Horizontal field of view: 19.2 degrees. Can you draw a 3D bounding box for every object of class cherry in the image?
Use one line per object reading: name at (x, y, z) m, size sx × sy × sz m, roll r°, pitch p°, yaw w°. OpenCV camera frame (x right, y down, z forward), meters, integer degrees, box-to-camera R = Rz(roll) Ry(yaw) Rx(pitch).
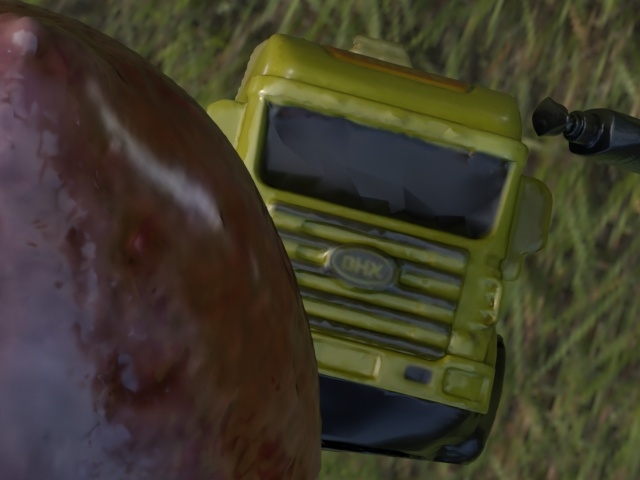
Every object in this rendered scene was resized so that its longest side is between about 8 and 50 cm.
cherry at (-0.090, 0.033, 0.492) m, size 0.192 × 0.175 × 0.250 m, roll 15°, pitch 139°, yaw -2°

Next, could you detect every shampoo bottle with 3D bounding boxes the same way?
shampoo bottle at (0.167, -0.051, 1.004) m, size 0.137 × 0.027 × 0.048 m, roll 13°, pitch 169°, yaw -37°

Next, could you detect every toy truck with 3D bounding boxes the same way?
toy truck at (0.000, 0.000, 1.079) m, size 0.180 × 0.254 × 0.405 m, roll 12°, pitch 176°, yaw -7°
